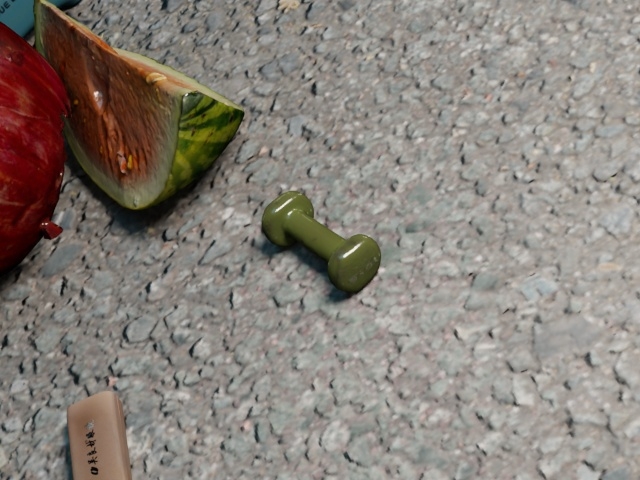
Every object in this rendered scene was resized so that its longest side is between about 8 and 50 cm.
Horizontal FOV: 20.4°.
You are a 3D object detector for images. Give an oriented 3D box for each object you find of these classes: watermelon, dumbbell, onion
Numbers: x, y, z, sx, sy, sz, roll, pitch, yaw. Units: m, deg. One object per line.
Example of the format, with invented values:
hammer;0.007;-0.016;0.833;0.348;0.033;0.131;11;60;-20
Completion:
watermelon;-0.150;-0.127;1.661;0.128;0.159;0.303;-19;31;-26
dumbbell;0.000;0.000;1.516;0.052;0.046;0.118;-42;44;-15
onion;-0.362;-0.084;1.644;0.276;0.276;0.276;-16;47;18

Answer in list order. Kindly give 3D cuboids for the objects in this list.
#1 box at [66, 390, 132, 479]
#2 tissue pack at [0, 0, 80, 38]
box;-0.185;0.178;1.489;0.048;0.025;0.115;-25;45;12
tissue pack;-0.394;-0.282;1.875;0.198;0.206;0.287;27;69;43
